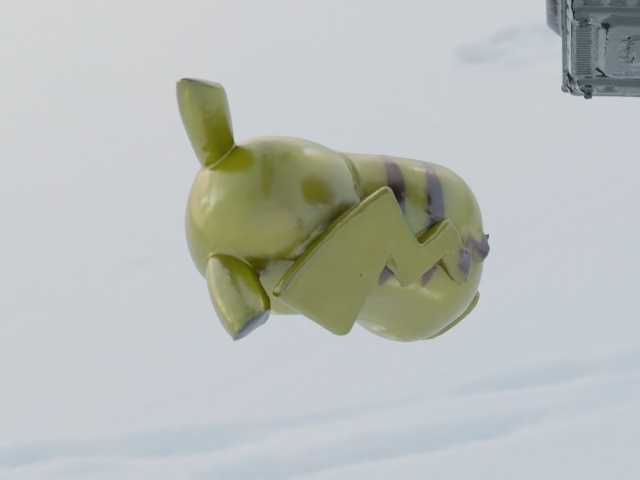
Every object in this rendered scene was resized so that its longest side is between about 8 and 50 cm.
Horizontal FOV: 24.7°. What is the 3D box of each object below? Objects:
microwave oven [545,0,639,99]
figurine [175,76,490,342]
[{"bbox_3d":[0.250,-0.190,1.090,0.163,0.129,0.205,0,-16,11],"label":"microwave oven"},{"bbox_3d":[0.006,0.001,1.248,0.326,0.218,0.169,7,-25,-31],"label":"figurine"}]
